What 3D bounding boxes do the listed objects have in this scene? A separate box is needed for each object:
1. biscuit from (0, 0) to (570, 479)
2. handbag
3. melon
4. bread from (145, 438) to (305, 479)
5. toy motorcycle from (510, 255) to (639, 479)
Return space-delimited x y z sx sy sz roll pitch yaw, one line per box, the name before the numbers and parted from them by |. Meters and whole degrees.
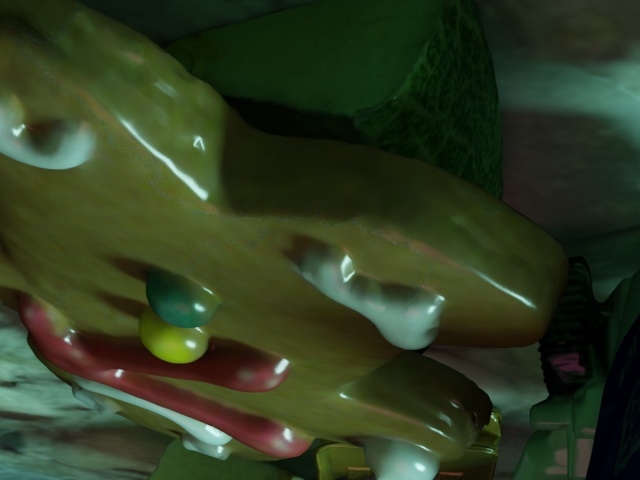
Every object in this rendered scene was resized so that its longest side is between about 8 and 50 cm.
biscuit | -0.043 0.030 0.572 0.216 0.047 0.339 25 160 -5
handbag | 0.039 0.094 0.773 0.083 0.027 0.061 3 153 2
melon | 0.000 0.000 0.568 0.114 0.053 0.262 10 154 6
bread | -0.043 0.147 0.822 0.084 0.080 0.109 23 162 30
toy motorcycle | 0.128 0.087 0.540 0.125 0.196 0.331 2 159 1
